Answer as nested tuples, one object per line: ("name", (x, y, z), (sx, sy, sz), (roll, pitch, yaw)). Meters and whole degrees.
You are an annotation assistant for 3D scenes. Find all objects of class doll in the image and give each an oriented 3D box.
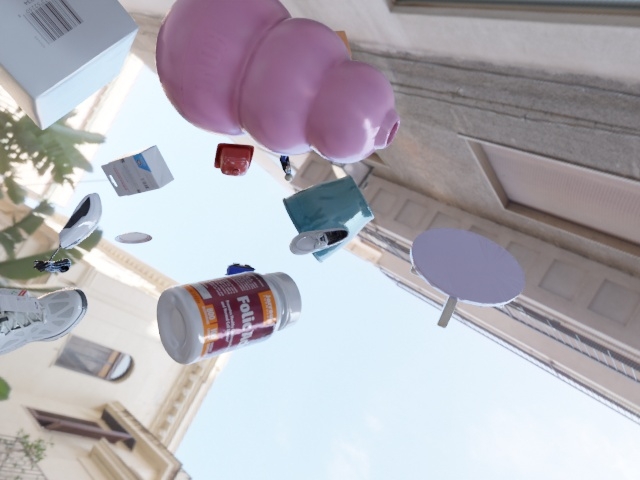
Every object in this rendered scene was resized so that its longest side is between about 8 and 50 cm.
("doll", (-0.142, -0.322, 2.031), (0.046, 0.188, 0.129), (-16, -143, -13))

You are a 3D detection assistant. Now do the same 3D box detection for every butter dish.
("butter dish", (-0.361, -0.321, 2.113), (0.160, 0.160, 0.118), (116, -32, -50))

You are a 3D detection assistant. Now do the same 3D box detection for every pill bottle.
("pill bottle", (-0.261, 0.214, 1.501), (0.224, 0.392, 0.223), (10, -76, 45))

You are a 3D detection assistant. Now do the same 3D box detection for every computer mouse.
("computer mouse", (-0.507, -0.012, 1.042), (0.042, 0.106, 0.192), (30, -99, 4))

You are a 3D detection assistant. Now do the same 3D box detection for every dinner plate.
("dinner plate", (-0.732, -0.013, 1.964), (0.141, 0.141, 0.017), (-18, -108, 27))

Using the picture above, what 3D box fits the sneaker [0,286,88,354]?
("sneaker", (-1.066, 0.297, 1.756), (0.448, 0.257, 0.169), (-25, -99, 2))

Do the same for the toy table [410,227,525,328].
("toy table", (0.356, 0.087, 1.271), (0.274, 0.160, 0.252), (33, -109, 16))

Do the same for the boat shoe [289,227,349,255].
("boat shoe", (0.000, 0.000, 1.419), (0.063, 0.184, 0.066), (-21, -101, 57))

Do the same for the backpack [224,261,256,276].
("backpack", (-0.281, 0.124, 1.719), (0.120, 0.098, 0.101), (-150, -105, -78))

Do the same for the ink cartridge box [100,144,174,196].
("ink cartridge box", (-0.489, -0.182, 1.336), (0.180, 0.104, 0.060), (-5, -151, 34))

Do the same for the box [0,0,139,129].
("box", (-0.497, -0.356, 0.930), (0.215, 0.168, 0.345), (-45, -159, -18))

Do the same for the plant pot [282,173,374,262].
("plant pot", (0.041, -0.099, 1.790), (0.255, 0.271, 0.271), (-31, -132, 5))

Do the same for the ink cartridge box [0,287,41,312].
("ink cartridge box", (-0.859, 0.173, 1.438), (0.115, 0.062, 0.029), (5, -147, -3))

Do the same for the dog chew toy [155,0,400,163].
("dog chew toy", (-0.052, -0.208, 0.668), (0.332, 0.206, 0.206), (28, -99, 15))

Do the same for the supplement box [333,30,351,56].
("supplement box", (-0.034, -0.524, 1.434), (0.234, 0.080, 0.078), (-9, -163, 34))
